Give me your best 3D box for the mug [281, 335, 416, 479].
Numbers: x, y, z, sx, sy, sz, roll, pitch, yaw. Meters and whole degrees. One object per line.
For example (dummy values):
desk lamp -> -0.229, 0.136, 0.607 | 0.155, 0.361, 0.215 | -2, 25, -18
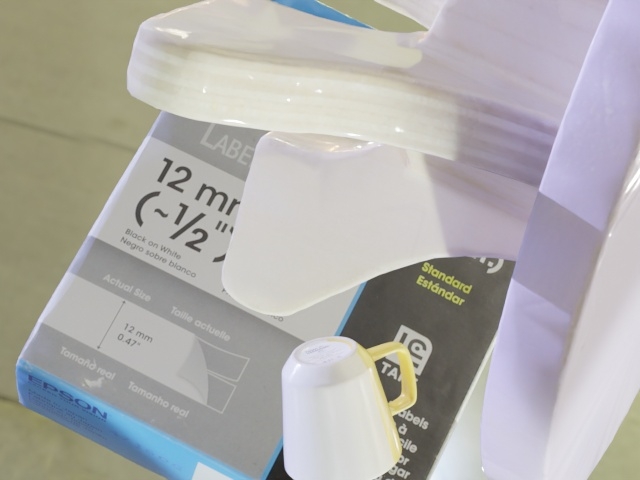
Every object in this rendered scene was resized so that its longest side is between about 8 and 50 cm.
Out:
mug -> 0.009, 0.082, 0.959 | 0.062, 0.064, 0.078 | -1, 23, 21

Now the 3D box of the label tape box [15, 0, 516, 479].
label tape box -> 0.000, 0.000, 1.159 | 0.249, 0.115, 0.347 | 27, 72, 3

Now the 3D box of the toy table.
toy table -> 0.061, -0.056, 0.660 | 0.161, 0.274, 0.252 | 25, 15, 20
